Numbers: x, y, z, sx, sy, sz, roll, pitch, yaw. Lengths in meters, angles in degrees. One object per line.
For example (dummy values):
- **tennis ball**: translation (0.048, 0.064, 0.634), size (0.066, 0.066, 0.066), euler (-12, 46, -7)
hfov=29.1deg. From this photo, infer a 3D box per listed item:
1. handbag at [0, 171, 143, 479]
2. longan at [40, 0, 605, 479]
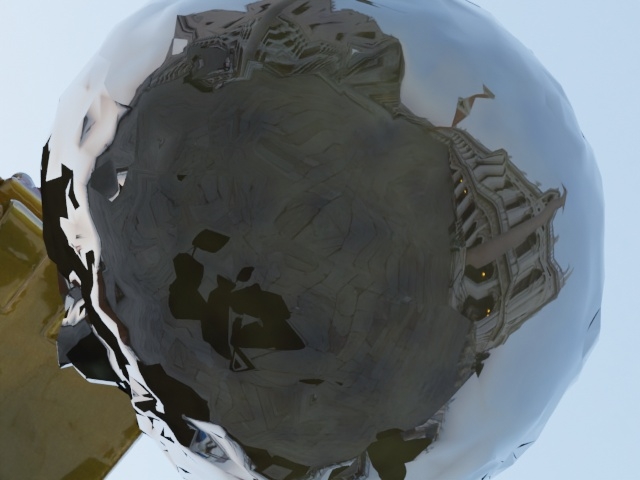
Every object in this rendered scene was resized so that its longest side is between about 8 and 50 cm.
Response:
- **handbag**: translation (-0.325, 0.060, 1.131), size (0.401, 0.133, 0.283), euler (37, -66, -15)
- **longan**: translation (0.000, 0.000, 0.830), size (0.391, 0.391, 0.391), euler (8, -70, 23)
